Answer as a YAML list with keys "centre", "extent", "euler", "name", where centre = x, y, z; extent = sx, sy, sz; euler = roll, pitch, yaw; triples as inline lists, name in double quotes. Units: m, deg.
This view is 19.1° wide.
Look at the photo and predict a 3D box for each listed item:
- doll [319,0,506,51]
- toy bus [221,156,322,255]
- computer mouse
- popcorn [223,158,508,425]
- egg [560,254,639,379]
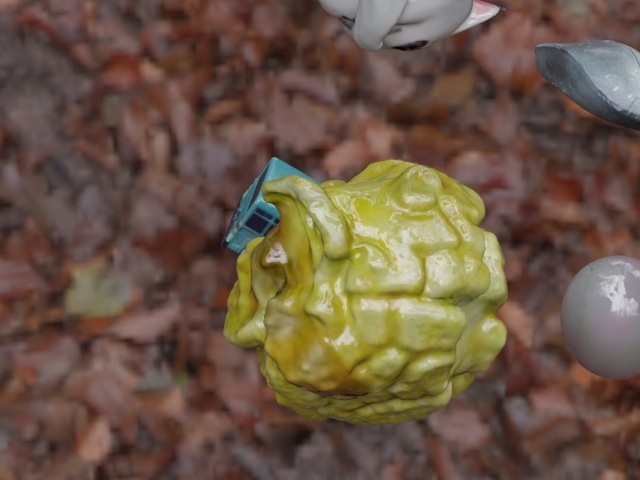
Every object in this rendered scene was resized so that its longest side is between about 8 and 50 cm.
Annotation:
- centre: [0.035, -0.192, 1.249]
  extent: [0.110, 0.181, 0.107]
  euler: [22, 67, 38]
  name: "doll"
- centre: [0.000, 0.000, 1.778]
  extent: [0.160, 0.092, 0.079]
  euler: [30, 42, -10]
  name: "toy bus"
- centre: [0.300, -0.178, 1.991]
  extent: [0.113, 0.068, 0.229]
  euler: [13, 18, -20]
  name: "computer mouse"
- centre: [0.027, 0.039, 1.444]
  extent: [0.216, 0.235, 0.181]
  euler: [16, 53, -38]
  name: "popcorn"
- centre: [0.267, 0.070, 1.710]
  extent: [0.103, 0.135, 0.103]
  euler: [-2, 59, 4]
  name: "egg"
